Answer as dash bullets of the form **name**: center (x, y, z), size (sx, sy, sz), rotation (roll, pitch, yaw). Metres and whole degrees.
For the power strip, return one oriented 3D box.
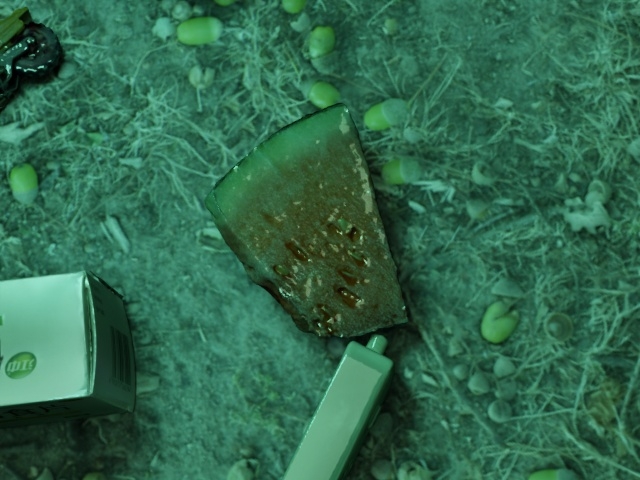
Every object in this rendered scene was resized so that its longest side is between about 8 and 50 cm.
- **power strip**: center (-0.014, 0.275, 1.603), size (0.062, 0.091, 0.385), rotation (25, 80, 11)

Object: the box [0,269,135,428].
- **box**: center (-0.389, 0.132, 1.644), size (0.333, 0.173, 0.145), rotation (-7, 75, 6)

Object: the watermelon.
- **watermelon**: center (0.000, 0.000, 1.664), size (0.193, 0.140, 0.257), rotation (-29, 84, -5)

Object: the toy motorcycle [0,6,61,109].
- **toy motorcycle**: center (-0.431, -0.207, 1.781), size (0.229, 0.094, 0.130), rotation (-36, 70, -12)
